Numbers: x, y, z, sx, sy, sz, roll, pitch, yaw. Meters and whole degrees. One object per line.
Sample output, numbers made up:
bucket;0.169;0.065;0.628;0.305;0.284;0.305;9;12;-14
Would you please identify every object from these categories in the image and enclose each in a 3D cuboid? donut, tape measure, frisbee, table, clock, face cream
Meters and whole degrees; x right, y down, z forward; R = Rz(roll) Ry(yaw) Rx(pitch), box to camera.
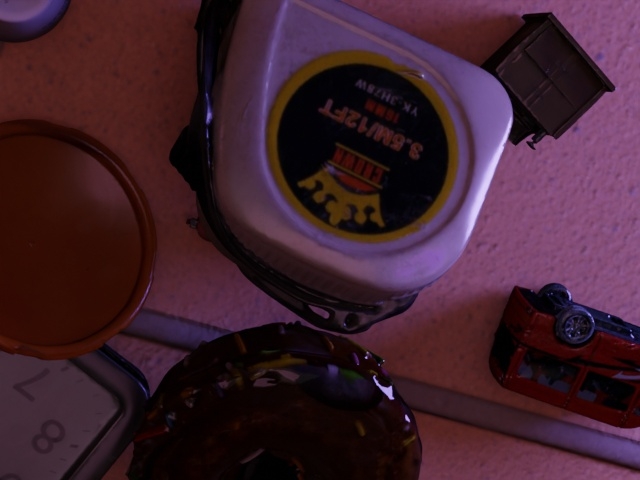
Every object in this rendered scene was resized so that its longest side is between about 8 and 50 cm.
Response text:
donut;-0.037;0.153;1.309;0.230;0.096;0.216;3;125;-7
tape measure;-0.012;-0.064;1.287;0.271;0.133;0.231;27;72;-9
frisbee;-0.219;0.000;1.294;0.192;0.035;0.192;8;73;-28
table;0.175;-0.128;1.359;0.082;0.070;0.083;-44;103;-4
clock;-0.313;0.145;1.309;0.273;0.049;0.279;40;87;-12
face cream;-0.233;-0.196;1.261;0.091;0.095;0.091;-1;96;-10

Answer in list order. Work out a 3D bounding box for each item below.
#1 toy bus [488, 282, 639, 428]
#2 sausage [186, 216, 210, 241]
toy bus;0.244;0.104;1.397;0.195;0.081;0.089;19;102;-12
sausage;0.000;0.000;1.362;0.223;0.029;0.029;8;95;-11
